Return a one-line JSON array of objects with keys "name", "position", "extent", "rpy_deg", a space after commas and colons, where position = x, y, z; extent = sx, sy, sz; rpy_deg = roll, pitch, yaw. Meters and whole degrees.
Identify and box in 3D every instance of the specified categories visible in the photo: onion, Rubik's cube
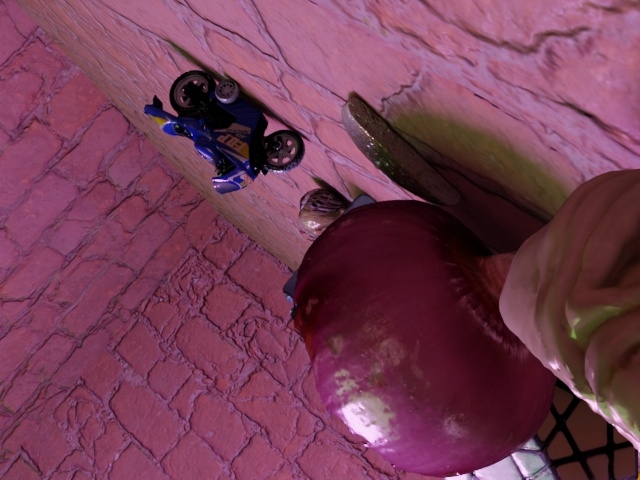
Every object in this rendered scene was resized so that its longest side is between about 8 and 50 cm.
[{"name": "onion", "position": [0.150, 0.098, 0.897], "extent": [0.358, 0.345, 0.358], "rpy_deg": [53, 180, 1]}, {"name": "Rubik's cube", "position": [0.326, 0.284, 1.087], "extent": [0.319, 0.319, 0.264], "rpy_deg": [49, -164, -51]}]

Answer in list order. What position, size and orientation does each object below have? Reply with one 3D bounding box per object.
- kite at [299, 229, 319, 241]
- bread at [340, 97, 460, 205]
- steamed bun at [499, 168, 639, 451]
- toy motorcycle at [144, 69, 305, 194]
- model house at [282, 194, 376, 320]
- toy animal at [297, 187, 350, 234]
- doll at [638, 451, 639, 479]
[{"name": "kite", "position": [-0.001, 0.001, 2.064], "extent": [0.141, 0.015, 0.245], "rpy_deg": [44, 170, -16]}, {"name": "bread", "position": [0.090, -0.108, 0.945], "extent": [0.193, 0.036, 0.112], "rpy_deg": [42, 173, -12]}, {"name": "steamed bun", "position": [0.279, 0.060, 0.446], "extent": [0.276, 0.203, 0.289], "rpy_deg": [33, -171, -20]}, {"name": "toy motorcycle", "position": [-0.180, -0.186, 1.270], "extent": [0.315, 0.169, 0.113], "rpy_deg": [36, 172, 21]}, {"name": "model house", "position": [0.078, 0.099, 1.326], "extent": [0.226, 0.261, 0.241], "rpy_deg": [39, 171, 8]}, {"name": "toy animal", "position": [0.015, -0.066, 1.426], "extent": [0.098, 0.137, 0.098], "rpy_deg": [44, -147, -40]}, {"name": "doll", "position": [0.613, 0.397, 1.292], "extent": [0.113, 0.071, 0.135], "rpy_deg": [57, 168, 9]}]
